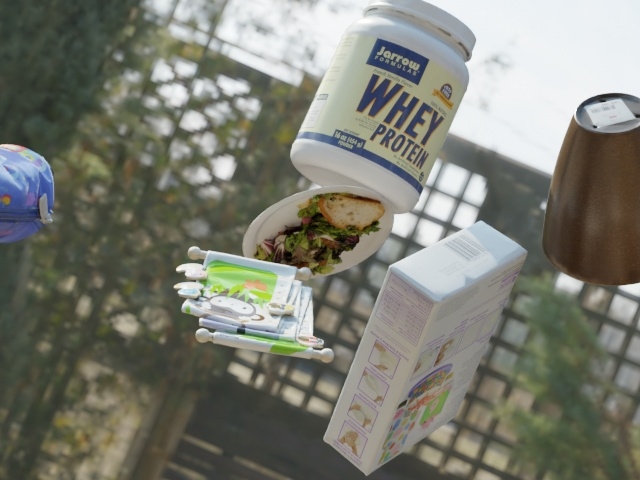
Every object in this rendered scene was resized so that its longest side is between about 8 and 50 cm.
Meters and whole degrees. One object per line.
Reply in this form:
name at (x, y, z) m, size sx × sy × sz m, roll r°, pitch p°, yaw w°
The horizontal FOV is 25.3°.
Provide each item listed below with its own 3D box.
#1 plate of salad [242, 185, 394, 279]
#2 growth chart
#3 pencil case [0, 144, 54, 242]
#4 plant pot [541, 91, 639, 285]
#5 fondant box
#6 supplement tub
plate of salad at (0.000, 0.000, 1.824) m, size 0.200 × 0.200 × 0.048 m, roll 25°, pitch 39°, yaw -45°
growth chart at (-0.080, 0.070, 1.608) m, size 0.172 × 0.021 × 0.237 m, roll 8°, pitch 23°, yaw -9°
pencil case at (-0.380, -0.054, 1.545) m, size 0.133 × 0.119 × 0.306 m, roll 25°, pitch 2°, yaw 6°
plant pot at (0.423, -0.090, 2.063) m, size 0.215 × 0.215 × 0.230 m, roll 22°, pitch -42°, yaw 36°
fondant box at (0.151, 0.155, 2.071) m, size 0.096 × 0.330 × 0.238 m, roll 35°, pitch 35°, yaw 25°
supplement tub at (0.112, -0.232, 2.421) m, size 0.235 × 0.324 × 0.235 m, roll 23°, pitch -8°, yaw 3°
